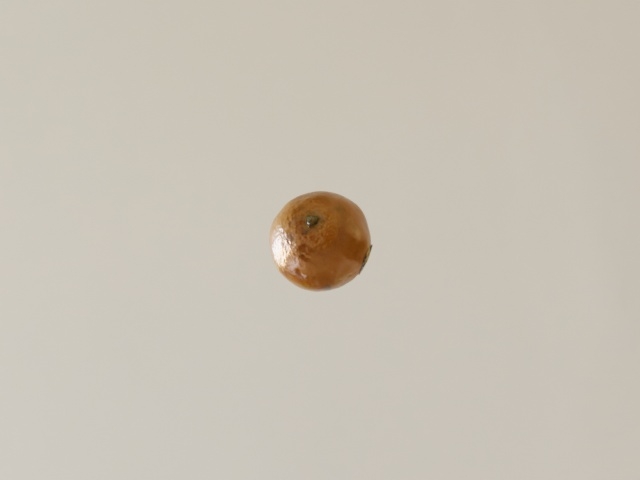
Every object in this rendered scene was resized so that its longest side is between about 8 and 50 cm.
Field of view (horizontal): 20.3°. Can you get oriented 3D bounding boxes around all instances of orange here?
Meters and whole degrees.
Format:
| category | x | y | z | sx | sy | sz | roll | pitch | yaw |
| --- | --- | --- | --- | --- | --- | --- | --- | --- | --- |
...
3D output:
| category | x | y | z | sx | sy | sz | roll | pitch | yaw |
| --- | --- | --- | --- | --- | --- | --- | --- | --- | --- |
| orange | -0.001 | 0.000 | 1.417 | 0.084 | 0.083 | 0.083 | -6 | -26 | -3 |
